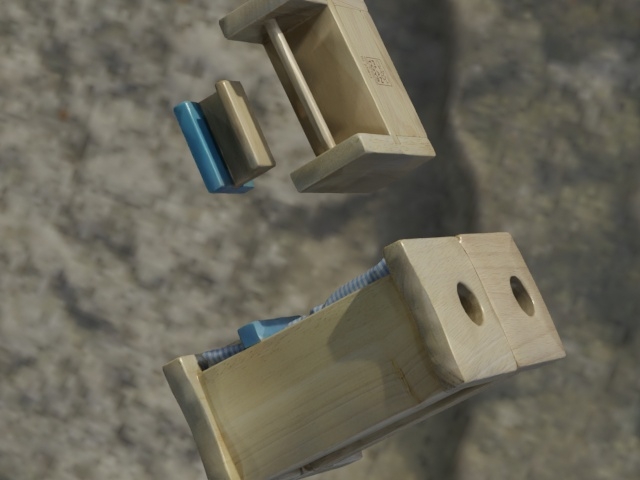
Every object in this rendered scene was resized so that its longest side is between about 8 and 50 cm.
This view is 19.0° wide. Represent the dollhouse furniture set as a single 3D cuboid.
[{"bbox_3d":[0.000,0.000,0.858,0.129,0.129,0.183,-3,66,-63],"label":"dollhouse furniture set"}]
